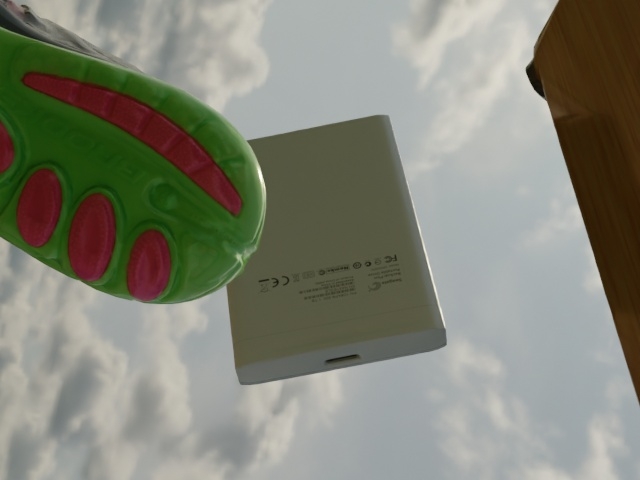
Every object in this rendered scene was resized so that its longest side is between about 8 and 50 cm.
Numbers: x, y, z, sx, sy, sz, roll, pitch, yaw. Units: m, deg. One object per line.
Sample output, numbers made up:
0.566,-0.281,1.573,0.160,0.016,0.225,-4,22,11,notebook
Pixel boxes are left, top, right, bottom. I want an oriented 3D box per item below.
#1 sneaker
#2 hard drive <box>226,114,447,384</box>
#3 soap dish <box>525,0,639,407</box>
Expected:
-0.255,-0.108,0.803,0.185,0.483,0.202,-51,177,-8,sneaker
0.000,0.000,1.379,0.047,0.233,0.353,78,1,-48,hard drive
0.206,0.014,0.485,0.118,0.229,0.291,-35,-139,30,soap dish
